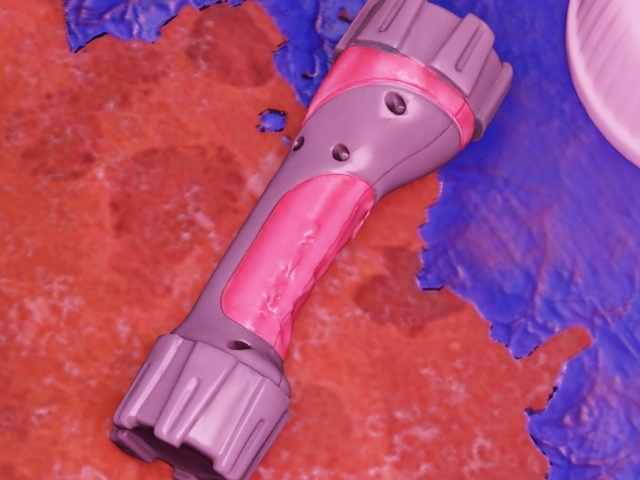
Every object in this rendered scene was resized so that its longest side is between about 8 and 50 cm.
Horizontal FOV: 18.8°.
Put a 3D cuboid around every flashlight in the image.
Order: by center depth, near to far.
[{"bbox_3d":[0.000,0.000,1.093,0.103,0.103,0.304,28,68,5],"label":"flashlight"}]

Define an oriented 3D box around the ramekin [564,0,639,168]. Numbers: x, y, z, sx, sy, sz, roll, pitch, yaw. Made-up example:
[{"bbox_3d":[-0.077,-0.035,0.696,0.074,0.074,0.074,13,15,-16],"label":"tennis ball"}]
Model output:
[{"bbox_3d":[0.256,-0.138,1.157,0.207,0.109,0.207,1,68,-2],"label":"ramekin"}]
